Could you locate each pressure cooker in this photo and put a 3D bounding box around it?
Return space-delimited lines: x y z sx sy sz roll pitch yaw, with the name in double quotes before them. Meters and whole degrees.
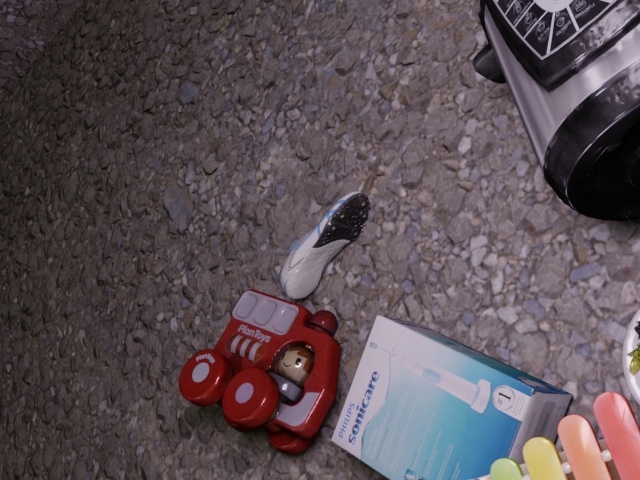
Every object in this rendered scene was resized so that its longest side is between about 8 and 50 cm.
"pressure cooker" 0.394 -0.278 1.021 0.369 0.375 0.420 -12 63 -2

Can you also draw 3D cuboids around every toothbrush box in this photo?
"toothbrush box" 0.185 0.264 1.207 0.295 0.126 0.216 21 93 44

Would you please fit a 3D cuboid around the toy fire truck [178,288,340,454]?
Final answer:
"toy fire truck" -0.088 0.222 1.466 0.302 0.169 0.254 12 67 43

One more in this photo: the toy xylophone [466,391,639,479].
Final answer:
"toy xylophone" 0.306 0.335 0.960 0.322 0.081 0.236 -36 64 24

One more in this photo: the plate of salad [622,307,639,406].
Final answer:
"plate of salad" 0.476 0.147 1.029 0.199 0.048 0.200 -14 68 40

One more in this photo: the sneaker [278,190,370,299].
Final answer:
"sneaker" 0.000 0.000 1.492 0.237 0.085 0.086 -52 41 14

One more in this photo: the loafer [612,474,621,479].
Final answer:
"loafer" 0.392 0.325 1.012 0.268 0.102 0.092 -40 65 33
